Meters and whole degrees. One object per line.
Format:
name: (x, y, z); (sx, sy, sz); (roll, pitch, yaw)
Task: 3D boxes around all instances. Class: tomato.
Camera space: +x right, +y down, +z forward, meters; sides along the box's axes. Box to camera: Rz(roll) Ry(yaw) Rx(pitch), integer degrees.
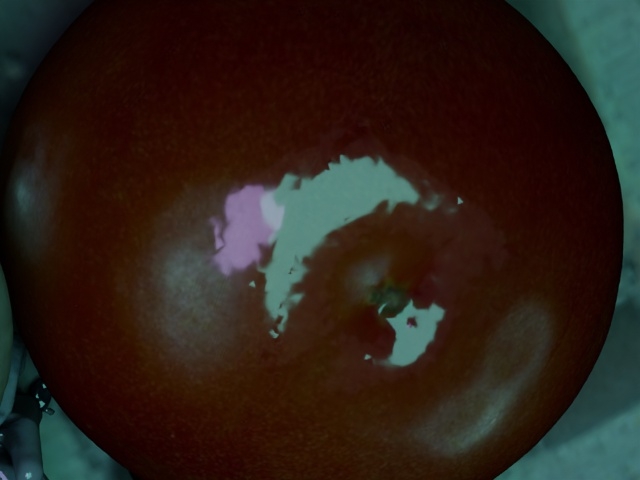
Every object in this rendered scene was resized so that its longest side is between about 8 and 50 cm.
tomato: (0.000, 0.000, 0.578); (0.195, 0.136, 0.195); (-6, 110, -18)

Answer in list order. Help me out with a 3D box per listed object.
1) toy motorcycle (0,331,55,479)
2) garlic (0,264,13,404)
toy motorcycle: (-0.101, 0.112, 0.606); (0.122, 0.080, 0.215); (-41, 101, 5)
garlic: (-0.203, 0.048, 0.448); (0.245, 0.253, 0.245); (1, 107, 2)
